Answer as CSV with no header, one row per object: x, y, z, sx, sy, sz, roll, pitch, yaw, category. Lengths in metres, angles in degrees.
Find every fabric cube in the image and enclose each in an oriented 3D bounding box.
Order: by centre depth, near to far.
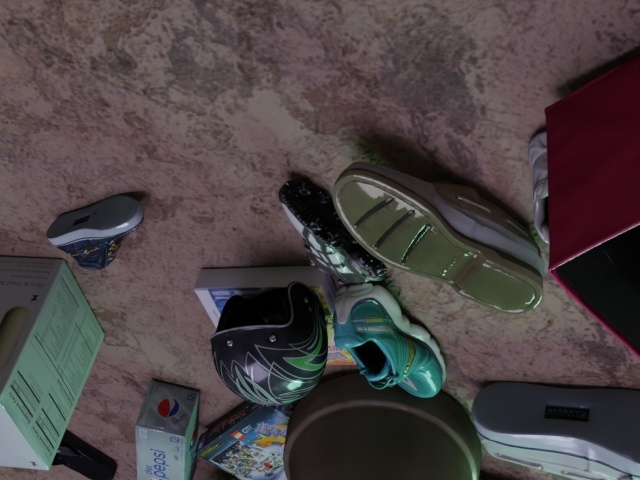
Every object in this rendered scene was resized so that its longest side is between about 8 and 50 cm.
0.406,-0.041,1.189,0.259,0.258,0.254,-32,121,33,fabric cube

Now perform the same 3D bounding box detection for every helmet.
-0.070,0.149,1.604,0.169,0.161,0.169,10,138,9,helmet

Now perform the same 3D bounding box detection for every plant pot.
0.085,0.417,1.791,0.323,0.280,0.323,5,126,6,plant pot

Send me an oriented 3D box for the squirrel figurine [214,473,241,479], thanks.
-0.078,0.610,2.105,0.397,0.281,0.370,36,115,-3,squirrel figurine

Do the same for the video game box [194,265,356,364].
-0.062,0.115,1.725,0.205,0.048,0.187,-3,139,22,video game box

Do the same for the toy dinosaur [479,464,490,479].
0.257,0.405,1.943,0.047,0.090,0.082,-28,157,23,toy dinosaur

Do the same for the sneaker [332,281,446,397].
0.091,0.167,1.674,0.107,0.110,0.275,-12,143,31,sneaker

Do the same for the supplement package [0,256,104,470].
-0.494,0.185,1.784,0.199,0.263,0.198,2,139,16,supplement package

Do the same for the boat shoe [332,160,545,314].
0.148,-0.018,1.448,0.302,0.103,0.113,31,133,-17,boat shoe

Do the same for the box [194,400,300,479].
-0.090,0.346,1.996,0.159,0.044,0.233,33,134,-19,box

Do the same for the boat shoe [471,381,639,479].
0.412,0.316,1.729,0.367,0.136,0.156,4,139,19,boat shoe

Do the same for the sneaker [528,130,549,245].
0.295,-0.017,1.389,0.090,0.115,0.232,-7,135,26,sneaker

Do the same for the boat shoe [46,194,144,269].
-0.303,-0.009,1.654,0.183,0.065,0.083,-10,137,37,boat shoe

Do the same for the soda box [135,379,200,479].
-0.272,0.370,2.056,0.091,0.098,0.286,13,141,3,soda box

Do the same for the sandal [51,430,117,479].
-0.504,0.401,2.207,0.254,0.054,0.097,33,138,-19,sandal

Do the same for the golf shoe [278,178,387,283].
0.000,0.000,1.544,0.094,0.077,0.198,-24,125,39,golf shoe
